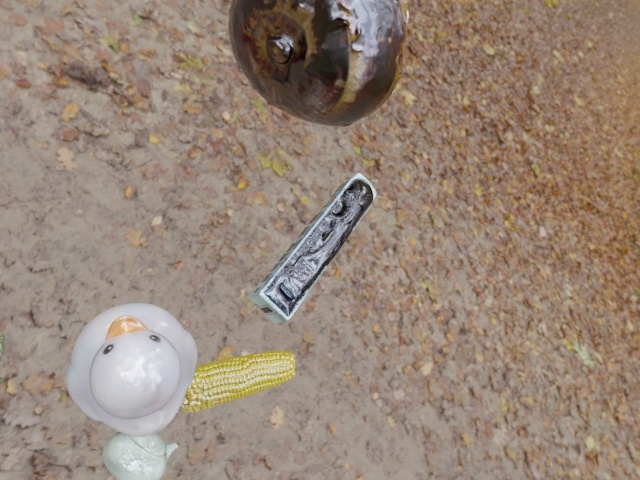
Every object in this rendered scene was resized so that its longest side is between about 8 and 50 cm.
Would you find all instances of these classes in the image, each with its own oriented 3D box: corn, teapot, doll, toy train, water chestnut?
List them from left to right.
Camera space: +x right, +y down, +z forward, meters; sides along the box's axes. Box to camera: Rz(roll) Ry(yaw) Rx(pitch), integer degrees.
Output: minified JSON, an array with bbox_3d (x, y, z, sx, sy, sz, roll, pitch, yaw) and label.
[{"bbox_3d":[-0.621,0.643,1.463,0.318,0.220,0.149,36,80,4],"label":"teapot"},{"bbox_3d":[-0.299,0.222,0.749,0.221,0.221,0.251,-25,123,-46],"label":"doll"},{"bbox_3d":[-0.202,0.329,1.100,0.305,0.106,0.106,-10,72,-27],"label":"corn"},{"bbox_3d":[0.000,0.000,0.513,0.043,0.047,0.207,47,58,-15],"label":"toy train"},{"bbox_3d":[0.009,-0.339,0.747,0.300,0.300,0.300,20,54,-31],"label":"water chestnut"}]

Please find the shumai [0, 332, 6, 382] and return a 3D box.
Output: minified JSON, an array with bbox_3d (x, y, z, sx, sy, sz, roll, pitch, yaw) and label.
[{"bbox_3d":[-0.559,0.205,0.761,0.083,0.082,0.080,-27,103,-18],"label":"shumai"}]
